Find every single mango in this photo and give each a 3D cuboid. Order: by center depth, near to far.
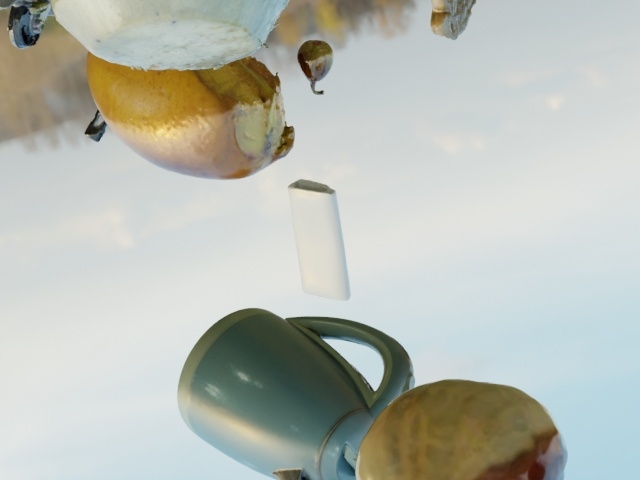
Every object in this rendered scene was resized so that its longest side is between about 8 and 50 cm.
[{"bbox_3d":[-0.203,-0.207,2.066,0.350,0.201,0.199,23,-114,30],"label":"mango"}]

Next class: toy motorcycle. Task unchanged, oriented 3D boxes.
[{"bbox_3d":[-0.357,-0.361,1.848,0.073,0.225,0.152,8,149,11],"label":"toy motorcycle"}]

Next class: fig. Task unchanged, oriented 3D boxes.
[{"bbox_3d":[-0.005,-0.233,2.005,0.050,0.083,0.050,-2,-144,1],"label":"fig"}]

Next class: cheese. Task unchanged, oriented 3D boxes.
[{"bbox_3d":[-0.316,-0.226,2.283,0.162,0.086,0.036,-60,-167,6],"label":"cheese"}]

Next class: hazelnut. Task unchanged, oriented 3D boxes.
[{"bbox_3d":[0.168,0.289,1.760,0.261,0.261,0.241,-12,-154,37],"label":"hazelnut"}]

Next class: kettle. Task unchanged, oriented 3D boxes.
[{"bbox_3d":[-0.013,0.256,2.430,0.342,0.247,0.319,26,-112,41],"label":"kettle"}]

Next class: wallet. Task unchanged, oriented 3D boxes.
[{"bbox_3d":[0.000,0.000,1.492,0.061,0.122,0.025,15,-147,41],"label":"wallet"}]

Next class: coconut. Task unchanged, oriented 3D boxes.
[{"bbox_3d":[-0.143,-0.295,1.381,0.245,0.247,0.245,-5,169,-1],"label":"coconut"}]

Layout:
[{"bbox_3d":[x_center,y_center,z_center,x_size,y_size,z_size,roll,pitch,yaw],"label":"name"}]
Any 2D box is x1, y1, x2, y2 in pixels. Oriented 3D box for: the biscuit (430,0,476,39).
[{"bbox_3d":[0.132,-0.312,1.386,0.035,0.250,0.162,10,175,27],"label":"biscuit"}]
